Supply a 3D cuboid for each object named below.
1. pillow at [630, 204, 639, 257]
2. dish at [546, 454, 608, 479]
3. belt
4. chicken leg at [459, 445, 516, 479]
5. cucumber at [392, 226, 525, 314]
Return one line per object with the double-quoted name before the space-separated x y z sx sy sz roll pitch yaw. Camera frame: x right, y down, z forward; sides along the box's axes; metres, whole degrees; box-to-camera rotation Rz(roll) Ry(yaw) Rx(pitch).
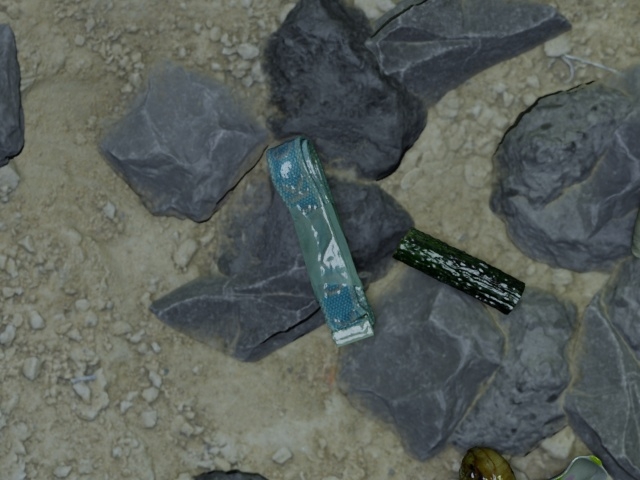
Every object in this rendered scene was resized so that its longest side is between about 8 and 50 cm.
"pillow" 0.488 -0.046 1.454 0.134 0.078 0.181 11 94 17
"dish" 0.329 0.341 1.492 0.091 0.039 0.137 32 99 -11
"belt" 0.000 0.000 1.566 0.072 0.087 0.302 -21 83 9
"chicken leg" 0.240 0.369 1.511 0.093 0.070 0.178 -28 92 16
"cucumber" 0.192 0.042 1.533 0.187 0.058 0.058 26 94 13
